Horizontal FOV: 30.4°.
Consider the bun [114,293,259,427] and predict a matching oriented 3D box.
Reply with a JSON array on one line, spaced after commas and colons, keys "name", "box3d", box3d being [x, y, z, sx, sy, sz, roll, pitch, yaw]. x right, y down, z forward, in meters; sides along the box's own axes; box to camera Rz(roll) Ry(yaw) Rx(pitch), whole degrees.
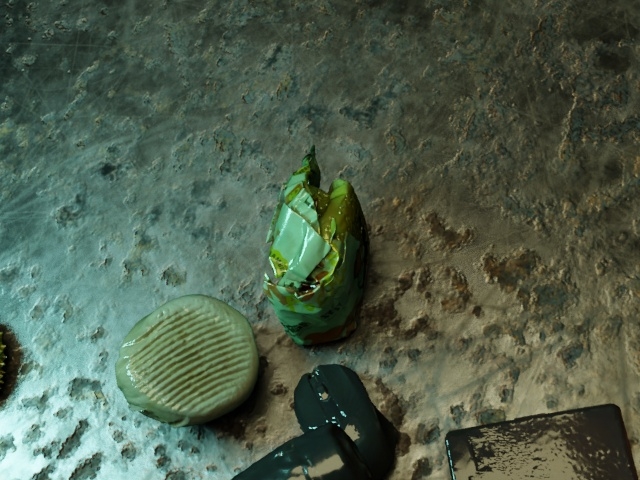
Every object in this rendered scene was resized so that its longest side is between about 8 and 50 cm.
[{"name": "bun", "box3d": [-0.166, 0.154, 1.446, 0.173, 0.113, 0.166, 1, 67, -13]}]

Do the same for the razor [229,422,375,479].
[{"name": "razor", "box3d": [-0.071, 0.352, 1.294, 0.327, 0.107, 0.189, -32, 103, -8]}]

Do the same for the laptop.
[{"name": "laptop", "box3d": [0.254, 0.273, 1.344, 0.207, 0.026, 0.153, -11, 60, 6]}]

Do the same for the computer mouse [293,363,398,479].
[{"name": "computer mouse", "box3d": [0.025, 0.215, 1.403, 0.099, 0.057, 0.172, -34, 60, 3]}]

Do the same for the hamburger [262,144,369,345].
[{"name": "hamburger", "box3d": [-0.001, -0.003, 1.439, 0.125, 0.214, 0.235, 10, 60, 4]}]

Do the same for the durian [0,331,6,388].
[{"name": "durian", "box3d": [-0.512, 0.139, 1.541, 0.208, 0.102, 0.146, 4, 70, 19]}]
